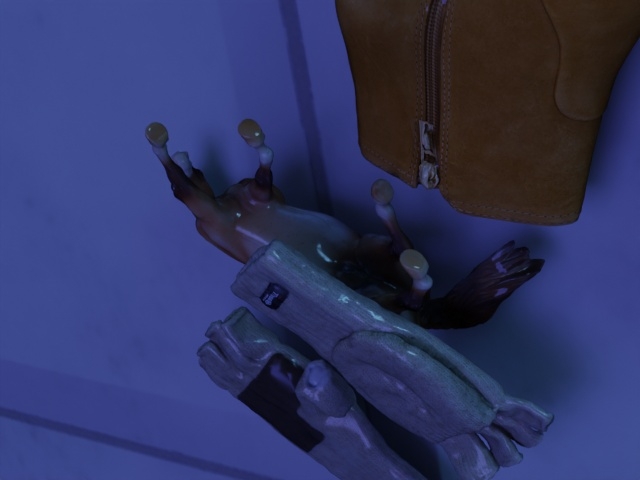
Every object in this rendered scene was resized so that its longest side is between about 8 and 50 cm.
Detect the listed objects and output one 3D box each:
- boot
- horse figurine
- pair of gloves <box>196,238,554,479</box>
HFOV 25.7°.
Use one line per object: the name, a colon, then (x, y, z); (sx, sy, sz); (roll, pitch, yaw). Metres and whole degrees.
boot: (0.131, -0.100, 0.702); (0.295, 0.104, 0.211); (17, 129, 37)
horse figurine: (0.000, 0.000, 0.853); (0.263, 0.066, 0.174); (25, 160, 15)
pair of gloves: (0.023, 0.094, 0.879); (0.204, 0.042, 0.240); (36, 153, 2)
